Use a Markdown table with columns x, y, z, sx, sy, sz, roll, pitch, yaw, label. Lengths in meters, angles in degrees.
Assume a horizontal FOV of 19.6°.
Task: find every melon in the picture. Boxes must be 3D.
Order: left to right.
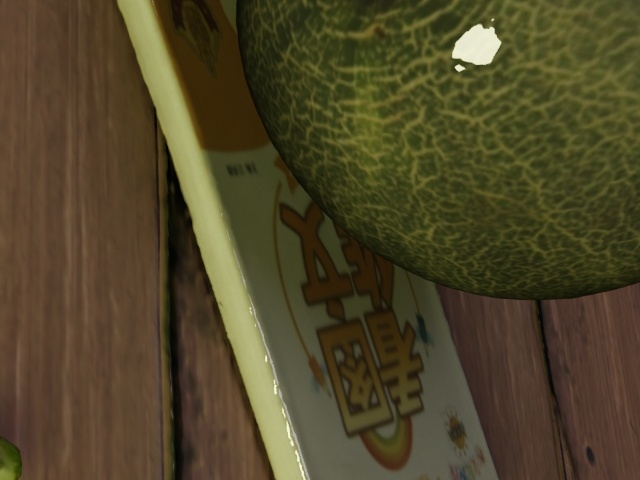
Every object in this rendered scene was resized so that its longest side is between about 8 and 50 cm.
| x | y | z | sx | sy | sz | roll | pitch | yaw | label |
| --- | --- | --- | --- | --- | --- | --- | --- | --- | --- |
| 0.095 | -0.092 | 0.837 | 0.302 | 0.237 | 0.237 | 16 | 57 | -60 | melon |

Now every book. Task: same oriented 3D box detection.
| x | y | z | sx | sy | sz | roll | pitch | yaw | label |
| --- | --- | --- | --- | --- | --- | --- | --- | --- | --- |
| 0.000 | 0.000 | 0.877 | 0.208 | 0.020 | 0.295 | -10 | 81 | -65 | book |

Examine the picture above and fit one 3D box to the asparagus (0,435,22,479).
| x | y | z | sx | sy | sz | roll | pitch | yaw | label |
| --- | --- | --- | --- | --- | --- | --- | --- | --- | --- |
| -0.170 | 0.024 | 0.525 | 0.024 | 0.025 | 0.248 | -57 | 137 | -6 | asparagus |
